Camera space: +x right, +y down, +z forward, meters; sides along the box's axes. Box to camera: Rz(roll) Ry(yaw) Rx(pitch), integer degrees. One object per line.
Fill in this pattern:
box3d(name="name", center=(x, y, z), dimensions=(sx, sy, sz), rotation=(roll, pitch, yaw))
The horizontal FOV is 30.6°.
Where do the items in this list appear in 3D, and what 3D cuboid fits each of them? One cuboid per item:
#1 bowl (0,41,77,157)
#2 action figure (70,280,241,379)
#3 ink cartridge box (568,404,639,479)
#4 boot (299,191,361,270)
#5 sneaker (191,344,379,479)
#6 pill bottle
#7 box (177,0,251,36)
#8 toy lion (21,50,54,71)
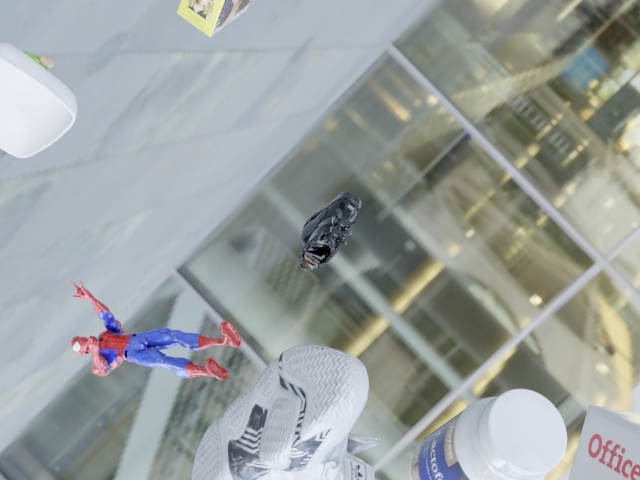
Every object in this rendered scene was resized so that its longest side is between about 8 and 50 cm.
box3d(name="bowl", center=(-0.375, -0.178, 1.428), dimensions=(0.142, 0.142, 0.053), rotation=(-26, -143, 40))
box3d(name="action figure", center=(-0.262, 0.129, 1.620), dimensions=(0.280, 0.139, 0.091), rotation=(-4, -130, 35))
box3d(name="ink cartridge box", center=(0.322, 0.377, 1.061), dimensions=(0.285, 0.166, 0.395), rotation=(-161, -94, -75))
box3d(name="boot", center=(0.000, 0.001, 1.429), dimensions=(0.121, 0.045, 0.099), rotation=(-43, -167, 43))
box3d(name="sneaker", center=(0.005, 0.246, 1.402), dimensions=(0.366, 0.210, 0.137), rotation=(-44, -144, 47))
box3d(name="pill bottle", center=(0.248, 0.321, 1.740), dimensions=(0.153, 0.153, 0.264), rotation=(-42, 174, -32))
box3d(name="box", center=(-0.095, -0.351, 1.362), dimensions=(0.087, 0.058, 0.232), rotation=(-47, 170, -42))
box3d(name="toy lion", center=(-0.445, -0.256, 1.805), dimensions=(0.034, 0.100, 0.096), rotation=(-42, 147, 20))
